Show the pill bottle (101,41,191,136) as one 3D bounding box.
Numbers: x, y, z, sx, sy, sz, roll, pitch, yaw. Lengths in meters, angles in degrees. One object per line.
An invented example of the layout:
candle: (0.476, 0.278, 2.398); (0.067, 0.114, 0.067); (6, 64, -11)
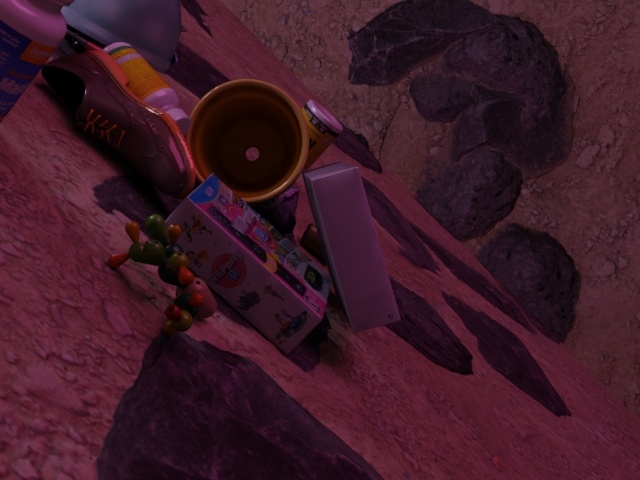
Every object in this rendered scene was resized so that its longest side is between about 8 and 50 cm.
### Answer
pill bottle: (-0.351, -0.278, 1.763); (0.208, 0.117, 0.117); (47, 15, 12)

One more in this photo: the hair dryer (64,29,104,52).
hair dryer: (-0.432, -0.353, 1.934); (0.293, 0.080, 0.223); (35, 11, 35)

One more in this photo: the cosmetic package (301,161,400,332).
cosmetic package: (0.050, -0.003, 1.746); (0.377, 0.097, 0.285); (-121, -162, -83)

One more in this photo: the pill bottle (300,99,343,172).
pill bottle: (-0.051, -0.253, 2.349); (0.119, 0.208, 0.119); (39, 15, -12)

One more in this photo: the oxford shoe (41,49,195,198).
oxford shoe: (-0.367, -0.200, 1.624); (0.363, 0.130, 0.132); (45, 35, 20)

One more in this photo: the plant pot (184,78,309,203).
plant pot: (-0.150, -0.198, 1.926); (0.254, 0.254, 0.239); (43, -1, 0)

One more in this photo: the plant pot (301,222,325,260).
plant pot: (0.000, 0.000, 2.062); (0.079, 0.083, 0.083); (26, 18, -11)

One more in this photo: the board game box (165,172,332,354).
board game box: (-0.127, 0.033, 1.589); (0.303, 0.097, 0.224); (41, 14, -6)

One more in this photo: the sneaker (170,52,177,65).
sneaker: (-0.432, -0.510, 2.385); (0.144, 0.053, 0.059); (25, 25, -46)

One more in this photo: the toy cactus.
toy cactus: (-0.213, 0.066, 1.318); (0.219, 0.112, 0.180); (53, -1, 41)

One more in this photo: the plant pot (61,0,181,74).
plant pot: (-0.434, -0.533, 2.036); (0.293, 0.196, 0.293); (28, 9, -5)

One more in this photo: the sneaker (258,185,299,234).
sneaker: (-0.088, -0.063, 2.043); (0.223, 0.083, 0.098); (-37, 108, -77)

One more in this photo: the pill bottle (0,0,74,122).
pill bottle: (-0.460, -0.293, 1.284); (0.152, 0.272, 0.152); (39, 16, -13)
